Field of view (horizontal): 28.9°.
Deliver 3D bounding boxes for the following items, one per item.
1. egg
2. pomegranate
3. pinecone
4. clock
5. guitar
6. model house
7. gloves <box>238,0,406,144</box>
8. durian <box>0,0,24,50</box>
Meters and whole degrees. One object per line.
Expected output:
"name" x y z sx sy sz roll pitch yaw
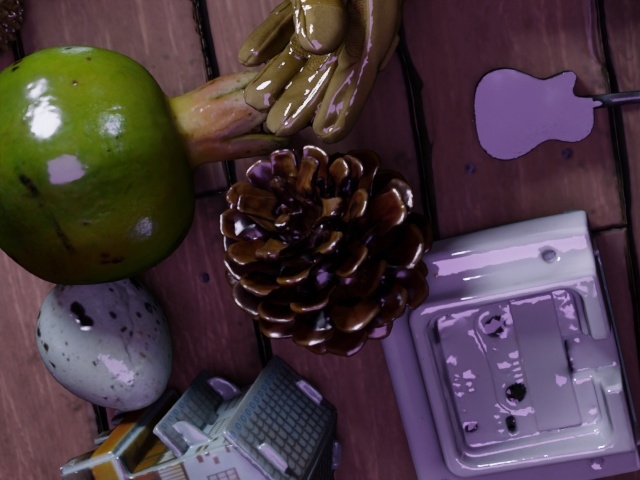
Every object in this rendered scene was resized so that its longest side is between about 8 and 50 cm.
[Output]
"egg" -0.208 0.098 1.230 0.164 0.131 0.131 35 107 34
"pomegranate" -0.177 -0.081 1.161 0.302 0.236 0.236 -17 101 -2
"pinecone" 0.000 0.000 1.127 0.208 0.208 0.208 1 103 6
"clock" 0.180 0.123 1.211 0.231 0.116 0.262 -13 100 10
"guitar" 0.262 -0.131 1.187 0.233 0.025 0.088 -6 101 8
"model house" -0.098 0.239 1.218 0.215 0.224 0.198 -18 98 14
"gloves" 0.002 -0.251 1.113 0.141 0.154 0.331 -7 90 -32
"durian" -0.380 -0.212 1.208 0.148 0.091 0.188 29 106 0
